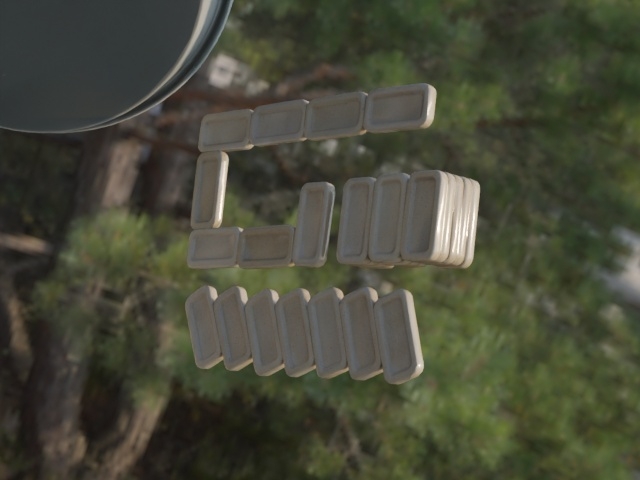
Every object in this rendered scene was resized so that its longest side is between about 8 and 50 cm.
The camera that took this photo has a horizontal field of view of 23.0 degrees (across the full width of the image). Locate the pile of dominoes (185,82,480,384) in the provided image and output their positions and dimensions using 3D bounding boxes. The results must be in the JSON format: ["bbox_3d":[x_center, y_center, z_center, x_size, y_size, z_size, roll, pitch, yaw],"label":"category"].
[{"bbox_3d":[0.000,0.000,1.088,0.040,0.196,0.251,14,-11,-42],"label":"pile of dominoes"}]

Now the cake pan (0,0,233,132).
[{"bbox_3d":[-0.207,-0.205,1.141,0.293,0.293,0.054,19,25,-8],"label":"cake pan"}]
